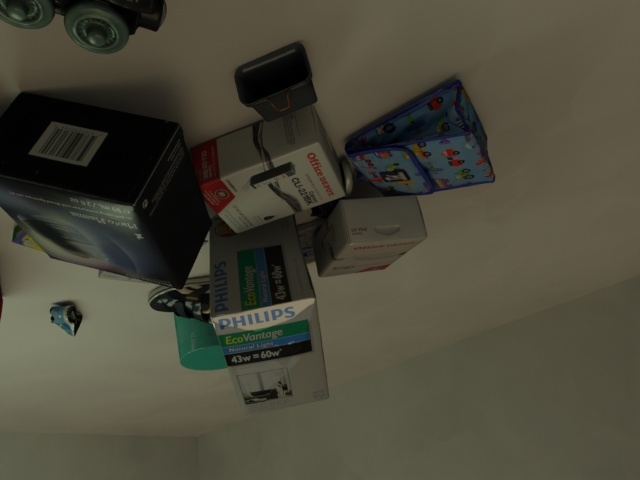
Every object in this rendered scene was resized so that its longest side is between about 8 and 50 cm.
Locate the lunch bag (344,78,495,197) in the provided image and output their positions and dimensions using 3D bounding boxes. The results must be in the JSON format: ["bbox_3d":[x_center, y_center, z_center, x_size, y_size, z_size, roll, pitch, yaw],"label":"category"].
[{"bbox_3d":[0.210,-0.194,1.068,0.293,0.138,0.221,-15,153,28],"label":"lunch bag"}]

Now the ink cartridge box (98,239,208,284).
[{"bbox_3d":[-0.420,0.024,1.181,0.165,0.065,0.332,13,151,-36],"label":"ink cartridge box"}]

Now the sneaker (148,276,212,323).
[{"bbox_3d":[-0.373,0.190,1.459,0.321,0.128,0.126,-13,151,3],"label":"sneaker"}]

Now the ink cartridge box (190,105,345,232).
[{"bbox_3d":[-0.104,-0.144,1.013,0.272,0.114,0.197,-19,148,10],"label":"ink cartridge box"}]

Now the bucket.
[{"bbox_3d":[-0.354,0.313,1.609,0.281,0.183,0.281,-8,150,-5],"label":"bucket"}]

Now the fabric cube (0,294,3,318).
[{"bbox_3d":[-0.921,0.188,1.121,0.259,0.254,0.258,5,145,-27],"label":"fabric cube"}]

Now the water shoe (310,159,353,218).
[{"bbox_3d":[0.022,-0.113,1.154,0.080,0.073,0.203,-2,147,-14],"label":"water shoe"}]

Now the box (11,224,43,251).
[{"bbox_3d":[-0.611,-0.003,1.130,0.105,0.043,0.179,-28,148,25],"label":"box"}]

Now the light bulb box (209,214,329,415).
[{"bbox_3d":[-0.130,0.169,1.195,0.225,0.358,0.361,-10,129,-5],"label":"light bulb box"}]

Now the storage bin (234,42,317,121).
[{"bbox_3d":[-0.069,-0.268,0.853,0.135,0.098,0.091,-20,159,12],"label":"storage bin"}]

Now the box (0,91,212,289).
[{"bbox_3d":[-0.385,-0.074,0.864,0.296,0.183,0.294,12,150,7],"label":"box"}]

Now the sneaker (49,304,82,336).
[{"bbox_3d":[-0.787,0.241,1.468,0.073,0.063,0.162,11,141,-5],"label":"sneaker"}]

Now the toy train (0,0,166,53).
[{"bbox_3d":[-0.337,-0.350,0.544,0.333,0.142,0.190,9,150,-29],"label":"toy train"}]

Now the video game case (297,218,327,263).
[{"bbox_3d":[0.000,0.000,1.381,0.212,0.023,0.193,-18,149,6],"label":"video game case"}]

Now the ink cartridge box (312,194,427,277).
[{"bbox_3d":[0.115,-0.005,1.220,0.207,0.117,0.283,-5,162,-17],"label":"ink cartridge box"}]
